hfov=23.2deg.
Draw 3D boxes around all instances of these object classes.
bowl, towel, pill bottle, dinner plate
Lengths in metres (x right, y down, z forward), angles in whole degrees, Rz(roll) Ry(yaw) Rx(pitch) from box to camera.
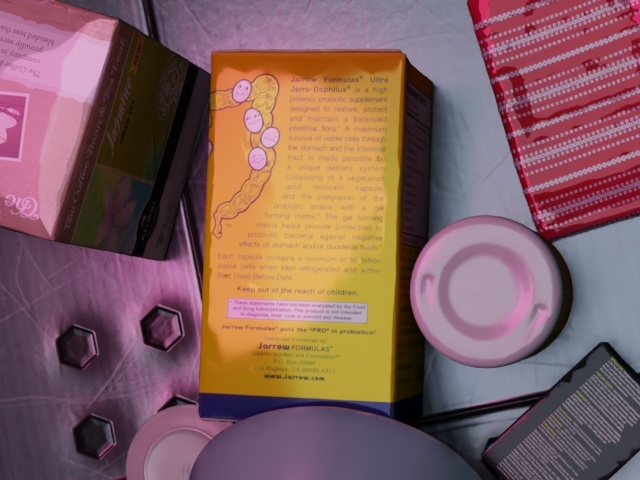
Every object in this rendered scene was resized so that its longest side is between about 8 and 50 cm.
[{"bbox_3d":[0.009,0.321,1.465,0.311,0.163,0.311,6,133,7],"label":"bowl"},{"bbox_3d":[0.277,-0.154,1.581,0.199,0.031,0.275,-17,84,12],"label":"towel"},{"bbox_3d":[0.170,0.050,1.483,0.136,0.245,0.136,-1,87,13],"label":"pill bottle"},{"bbox_3d":[-0.142,0.246,1.661,0.141,0.017,0.141,-1,87,11],"label":"dinner plate"}]

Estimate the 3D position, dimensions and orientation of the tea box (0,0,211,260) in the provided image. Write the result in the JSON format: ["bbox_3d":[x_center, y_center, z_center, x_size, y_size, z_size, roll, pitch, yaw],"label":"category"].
[{"bbox_3d":[-0.323,-0.132,1.562,0.329,0.323,0.220,17,91,12],"label":"tea box"}]

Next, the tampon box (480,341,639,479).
[{"bbox_3d":[0.253,0.188,1.522,0.161,0.120,0.101,-44,79,7],"label":"tampon box"}]

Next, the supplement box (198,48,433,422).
[{"bbox_3d":[0.000,0.000,1.550,0.195,0.194,0.357,2,87,12],"label":"supplement box"}]
